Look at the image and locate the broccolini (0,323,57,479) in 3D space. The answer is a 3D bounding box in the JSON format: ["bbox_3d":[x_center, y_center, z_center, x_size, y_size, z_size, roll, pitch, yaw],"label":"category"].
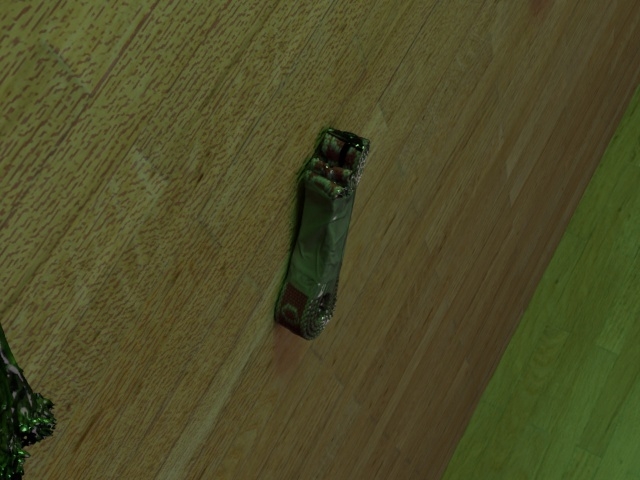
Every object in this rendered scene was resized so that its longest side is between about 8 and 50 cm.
[{"bbox_3d":[-0.219,0.064,0.542,0.074,0.058,0.201,-55,142,-58],"label":"broccolini"}]

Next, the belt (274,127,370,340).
[{"bbox_3d":[0.000,0.000,0.910,0.071,0.053,0.232,-27,136,-54],"label":"belt"}]
